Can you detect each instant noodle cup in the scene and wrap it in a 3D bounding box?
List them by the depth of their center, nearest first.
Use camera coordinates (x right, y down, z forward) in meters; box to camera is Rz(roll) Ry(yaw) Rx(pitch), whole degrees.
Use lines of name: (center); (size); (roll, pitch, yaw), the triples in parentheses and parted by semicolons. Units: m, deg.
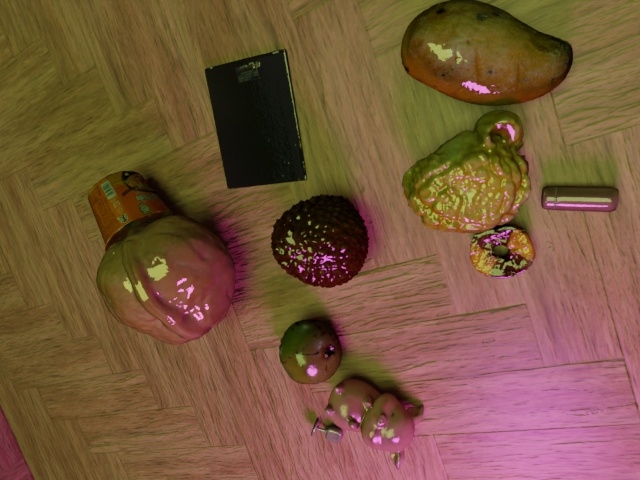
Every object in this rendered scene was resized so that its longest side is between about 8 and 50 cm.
instant noodle cup: (-0.576, -0.086, 1.389); (0.230, 0.230, 0.182); (-42, 76, 27)

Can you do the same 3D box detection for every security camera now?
security camera: (0.022, 0.585, 1.405); (0.092, 0.058, 0.058); (20, 112, 4)

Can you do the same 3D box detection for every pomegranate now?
pomegranate: (-0.038, 0.321, 1.292); (0.179, 0.179, 0.210); (45, 137, 7)

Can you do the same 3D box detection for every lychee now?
lychee: (0.000, 0.000, 1.137); (0.236, 0.271, 0.235); (-8, 78, 42)

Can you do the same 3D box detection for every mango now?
mango: (0.328, -0.372, 0.940); (0.330, 0.175, 0.176); (22, 136, -2)

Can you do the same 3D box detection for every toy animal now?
toy animal: (0.138, 0.481, 1.259); (0.250, 0.154, 0.166); (25, 91, 21)

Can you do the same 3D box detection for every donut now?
donut: (0.417, 0.019, 1.059); (0.141, 0.059, 0.140); (6, 107, 22)

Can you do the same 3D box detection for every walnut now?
walnut: (-0.417, 0.110, 1.295); (0.381, 0.381, 0.381); (7, 107, 22)

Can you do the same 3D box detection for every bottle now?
bottle: (0.546, -0.089, 0.974); (0.140, 0.053, 0.053); (4, 106, 22)

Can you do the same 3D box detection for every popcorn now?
popcorn: (0.332, -0.122, 0.996); (0.286, 0.174, 0.225); (-34, 97, 19)

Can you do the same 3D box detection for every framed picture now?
framed picture: (-0.178, -0.318, 1.254); (0.255, 0.014, 0.338); (-4, 103, 24)
